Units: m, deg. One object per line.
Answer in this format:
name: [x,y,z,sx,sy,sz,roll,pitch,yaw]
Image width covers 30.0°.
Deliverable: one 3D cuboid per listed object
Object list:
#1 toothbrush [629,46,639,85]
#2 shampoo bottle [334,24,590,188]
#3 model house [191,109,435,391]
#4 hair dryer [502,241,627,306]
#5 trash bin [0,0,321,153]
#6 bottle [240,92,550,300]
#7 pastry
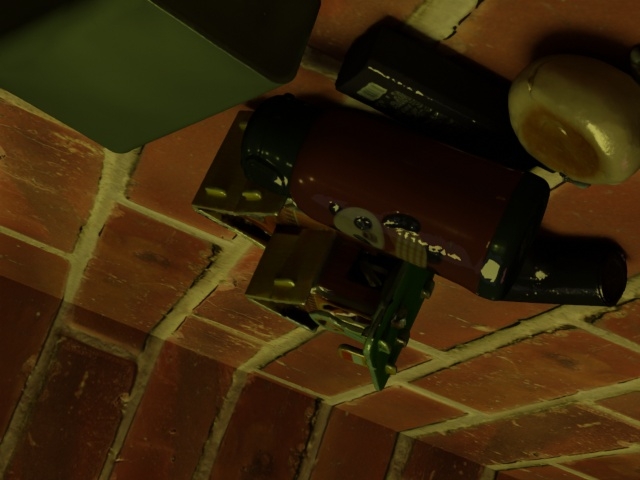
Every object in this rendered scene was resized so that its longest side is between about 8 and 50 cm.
toothbrush: [0.368,-0.096,1.290,0.040,0.040,0.386,11,157,24]
shampoo bottle: [0.172,-0.133,1.309,0.309,0.071,0.098,25,161,-17]
model house: [0.000,0.000,1.549,0.323,0.300,0.340,21,163,14]
hair dryer: [0.272,0.015,1.594,0.197,0.089,0.251,4,160,40]
trash bin: [-0.188,-0.224,1.282,0.223,0.158,0.343,31,158,-32]
bottle: [0.072,-0.061,1.313,0.336,0.144,0.144,24,164,17]
pastry: [0.260,-0.125,1.187,0.156,0.092,0.156,30,163,10]
